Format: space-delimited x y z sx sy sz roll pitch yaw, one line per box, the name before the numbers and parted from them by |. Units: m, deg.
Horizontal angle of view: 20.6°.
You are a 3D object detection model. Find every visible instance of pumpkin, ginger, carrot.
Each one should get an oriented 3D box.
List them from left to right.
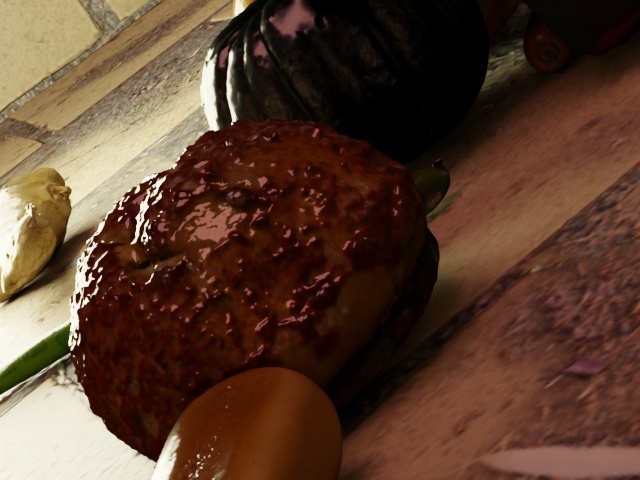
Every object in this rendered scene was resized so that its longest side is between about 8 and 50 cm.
ginger | -0.293 -0.002 1.708 0.148 0.081 0.334 -42 16 -6
pumpkin | 0.017 -0.121 1.271 0.220 0.162 0.220 -38 7 5
carrot | 0.175 -0.169 1.311 0.037 0.037 0.190 -29 17 22

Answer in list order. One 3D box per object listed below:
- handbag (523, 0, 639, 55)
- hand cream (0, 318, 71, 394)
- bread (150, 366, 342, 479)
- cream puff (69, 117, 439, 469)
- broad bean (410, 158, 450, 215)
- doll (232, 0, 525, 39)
handbag | 0.212 -0.249 1.212 0.181 0.181 0.254 -38 13 22
hand cream | -0.238 0.100 1.411 0.122 0.023 0.036 -31 28 20
bread | -0.042 0.142 0.798 0.093 0.074 0.239 -24 19 20
cream puff | -0.045 0.023 1.005 0.240 0.164 0.240 -27 21 11
broad bean | -0.003 0.005 1.164 0.195 0.046 0.061 -30 19 23
doll | 0.046 -0.204 1.456 0.270 0.167 0.162 -29 58 42
